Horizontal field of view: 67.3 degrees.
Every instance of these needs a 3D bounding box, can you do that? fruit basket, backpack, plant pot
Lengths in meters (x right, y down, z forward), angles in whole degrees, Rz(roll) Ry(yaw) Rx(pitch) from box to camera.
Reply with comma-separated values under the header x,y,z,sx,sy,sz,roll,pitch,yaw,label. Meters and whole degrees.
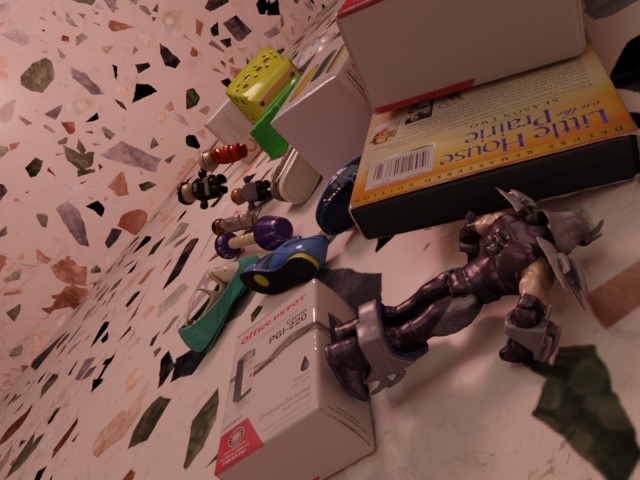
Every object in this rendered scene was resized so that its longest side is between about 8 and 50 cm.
x,y,z,sx,sy,sz,roll,pitch,yaw,label
-0.018,-0.380,1.379,0.353,0.165,0.327,-40,9,-34,fruit basket
0.001,-0.643,1.737,0.166,0.144,0.188,-43,20,24,backpack
-0.151,-0.495,1.649,0.228,0.227,0.207,-48,39,-2,plant pot

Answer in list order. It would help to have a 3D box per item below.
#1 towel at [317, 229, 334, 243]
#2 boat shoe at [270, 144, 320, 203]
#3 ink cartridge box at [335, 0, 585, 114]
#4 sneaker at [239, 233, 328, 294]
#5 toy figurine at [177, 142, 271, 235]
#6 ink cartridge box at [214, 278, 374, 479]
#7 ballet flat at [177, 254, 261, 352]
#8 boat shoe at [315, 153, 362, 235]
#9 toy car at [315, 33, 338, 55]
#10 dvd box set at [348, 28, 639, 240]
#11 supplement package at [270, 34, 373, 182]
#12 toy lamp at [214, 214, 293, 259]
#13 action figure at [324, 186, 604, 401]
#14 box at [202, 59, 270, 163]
x,y,z,sx,sy,sz,roll,pitch,yaw,label
0.000,0.000,0.899,0.083,0.009,0.060,-50,24,-6,towel
-0.019,-0.220,1.151,0.091,0.109,0.304,9,63,57,boat shoe
0.212,-0.383,0.723,0.280,0.160,0.384,-11,38,29,ink cartridge box
-0.064,0.041,0.875,0.209,0.069,0.082,-22,32,42,sneaker
-0.250,-0.129,1.271,0.148,0.209,0.213,-11,44,29,toy figurine
-0.031,0.172,0.583,0.159,0.092,0.217,-39,23,19,ink cartridge box
-0.209,0.107,0.989,0.083,0.087,0.247,-15,39,51,ballet flat
0.094,-0.106,0.788,0.258,0.109,0.089,-47,27,6,boat shoe
0.061,-0.573,1.556,0.137,0.159,0.182,-1,38,9,toy car
0.217,-0.189,0.670,0.308,0.062,0.420,-15,37,26,dvd box set
0.071,-0.290,0.993,0.199,0.198,0.262,-21,35,45,supplement package
-0.154,-0.005,1.084,0.275,0.080,0.080,-15,40,52,toy lamp
0.142,0.054,0.480,0.285,0.099,0.185,-34,20,20,action figure
-0.251,-0.497,1.841,0.345,0.215,0.168,-49,23,-4,box
